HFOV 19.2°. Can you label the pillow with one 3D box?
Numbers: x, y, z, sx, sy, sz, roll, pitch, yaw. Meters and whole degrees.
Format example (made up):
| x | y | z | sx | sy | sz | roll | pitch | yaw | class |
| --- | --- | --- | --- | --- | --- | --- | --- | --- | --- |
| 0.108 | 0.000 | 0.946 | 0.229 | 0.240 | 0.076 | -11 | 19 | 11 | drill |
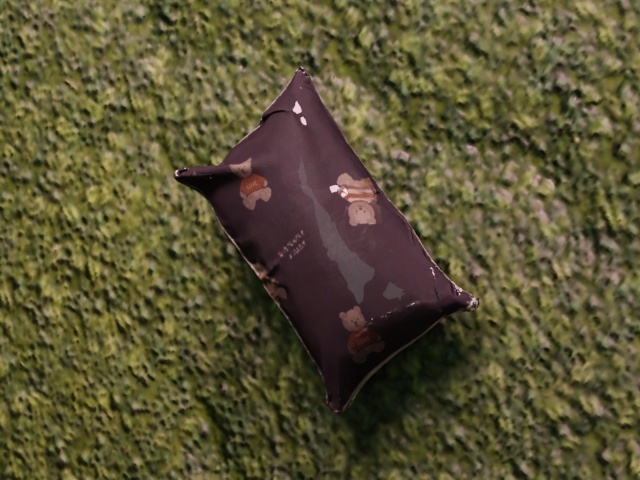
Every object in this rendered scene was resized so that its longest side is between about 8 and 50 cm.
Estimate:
| x | y | z | sx | sy | sz | roll | pitch | yaw | class |
| --- | --- | --- | --- | --- | --- | --- | --- | --- | --- |
| 0.000 | 0.000 | 0.925 | 0.150 | 0.048 | 0.090 | 54 | 129 | 13 | pillow |
